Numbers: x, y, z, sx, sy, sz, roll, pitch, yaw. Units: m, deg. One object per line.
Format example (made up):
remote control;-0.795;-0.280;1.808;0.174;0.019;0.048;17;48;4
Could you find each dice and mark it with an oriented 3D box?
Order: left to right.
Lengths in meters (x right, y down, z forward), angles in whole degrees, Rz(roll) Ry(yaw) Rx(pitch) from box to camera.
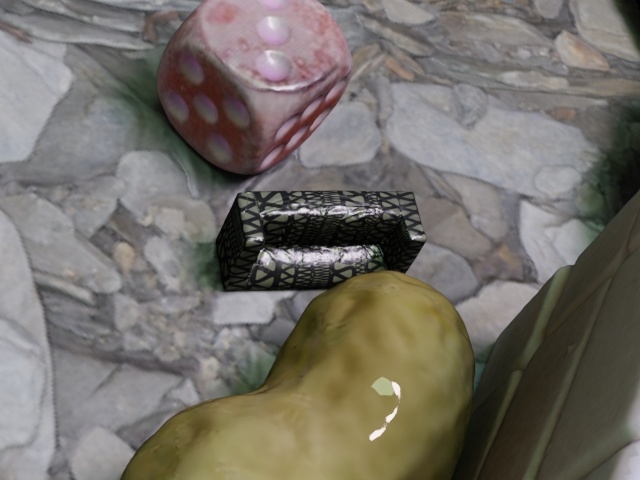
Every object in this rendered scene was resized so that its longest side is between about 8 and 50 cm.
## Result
dice;-0.042;-0.105;0.906;0.091;0.094;0.093;44;57;8

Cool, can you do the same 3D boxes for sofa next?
sofa;0.000;0.000;0.878;0.118;0.060;0.039;-1;57;-21

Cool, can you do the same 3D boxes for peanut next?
peanut;-0.020;0.133;0.743;0.148;0.147;0.319;35;57;3

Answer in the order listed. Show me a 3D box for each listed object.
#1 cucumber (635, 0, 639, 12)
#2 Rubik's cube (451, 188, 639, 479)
cucumber;0.254;-0.232;1.113;0.067;0.067;0.245;-9;65;-25
Rubik's cube;0.234;0.167;0.710;0.322;0.316;0.318;29;55;0
